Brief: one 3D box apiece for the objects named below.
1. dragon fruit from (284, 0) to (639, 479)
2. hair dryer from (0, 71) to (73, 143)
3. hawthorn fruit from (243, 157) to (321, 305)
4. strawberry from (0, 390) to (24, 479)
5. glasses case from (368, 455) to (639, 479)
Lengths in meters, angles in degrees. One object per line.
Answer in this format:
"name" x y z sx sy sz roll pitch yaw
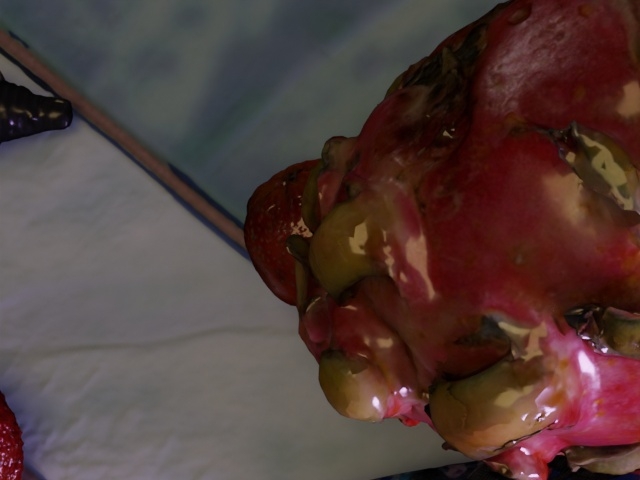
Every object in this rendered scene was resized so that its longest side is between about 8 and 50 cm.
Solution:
"dragon fruit" 0.121 -0.005 0.750 0.291 0.269 0.250 -28 84 -8
"hair dryer" -0.324 -0.070 0.947 0.344 0.107 0.189 2 84 6
"hawthorn fruit" 0.000 0.000 0.871 0.093 0.093 0.093 -1 83 12
"strawberry" -0.219 0.124 0.902 0.106 0.106 0.106 -1 83 12
"glasses case" 0.127 0.175 0.809 0.327 0.076 0.125 -10 49 11
